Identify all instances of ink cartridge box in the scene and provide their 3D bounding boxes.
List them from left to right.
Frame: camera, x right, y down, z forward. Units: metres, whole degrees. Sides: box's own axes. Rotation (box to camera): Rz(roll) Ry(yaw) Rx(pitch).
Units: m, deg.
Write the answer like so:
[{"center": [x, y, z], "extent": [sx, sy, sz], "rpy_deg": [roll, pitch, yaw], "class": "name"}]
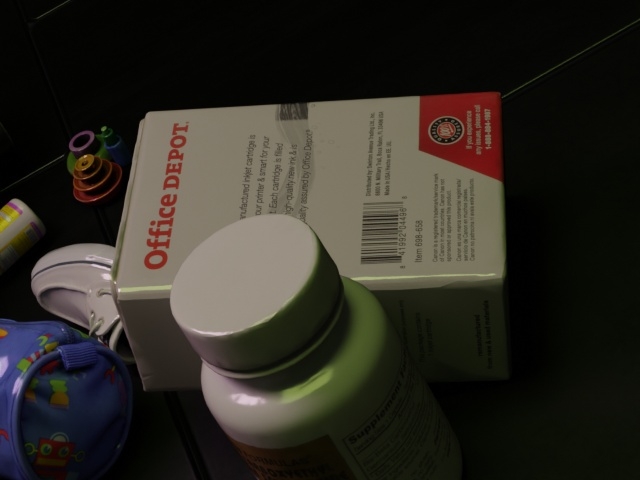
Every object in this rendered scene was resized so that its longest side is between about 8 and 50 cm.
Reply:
[{"center": [0.000, 0.000, 1.301], "extent": [0.272, 0.114, 0.197], "rpy_deg": [-2, 45, 6], "class": "ink cartridge box"}]

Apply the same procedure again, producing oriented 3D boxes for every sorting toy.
[{"center": [-0.205, -0.076, 1.612], "extent": [0.061, 0.042, 0.102], "rpy_deg": [-29, 39, 1], "class": "sorting toy"}]

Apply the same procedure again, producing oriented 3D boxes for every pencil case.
[{"center": [-0.289, 0.106, 1.406], "extent": [0.306, 0.133, 0.119], "rpy_deg": [11, 14, 37], "class": "pencil case"}]

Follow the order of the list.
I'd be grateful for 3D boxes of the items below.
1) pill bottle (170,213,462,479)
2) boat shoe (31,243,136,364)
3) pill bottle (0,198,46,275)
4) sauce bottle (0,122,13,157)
[{"center": [-0.004, 0.096, 1.163], "extent": [0.131, 0.229, 0.131], "rpy_deg": [-17, 41, 15], "class": "pill bottle"}, {"center": [-0.150, 0.058, 1.405], "extent": [0.226, 0.083, 0.076], "rpy_deg": [5, 50, 34], "class": "boat shoe"}, {"center": [-0.285, 0.005, 1.574], "extent": [0.083, 0.043, 0.043], "rpy_deg": [-44, 42, -17], "class": "pill bottle"}, {"center": [-0.436, -0.009, 1.631], "extent": [0.344, 0.111, 0.111], "rpy_deg": [-37, 40, -12], "class": "sauce bottle"}]
